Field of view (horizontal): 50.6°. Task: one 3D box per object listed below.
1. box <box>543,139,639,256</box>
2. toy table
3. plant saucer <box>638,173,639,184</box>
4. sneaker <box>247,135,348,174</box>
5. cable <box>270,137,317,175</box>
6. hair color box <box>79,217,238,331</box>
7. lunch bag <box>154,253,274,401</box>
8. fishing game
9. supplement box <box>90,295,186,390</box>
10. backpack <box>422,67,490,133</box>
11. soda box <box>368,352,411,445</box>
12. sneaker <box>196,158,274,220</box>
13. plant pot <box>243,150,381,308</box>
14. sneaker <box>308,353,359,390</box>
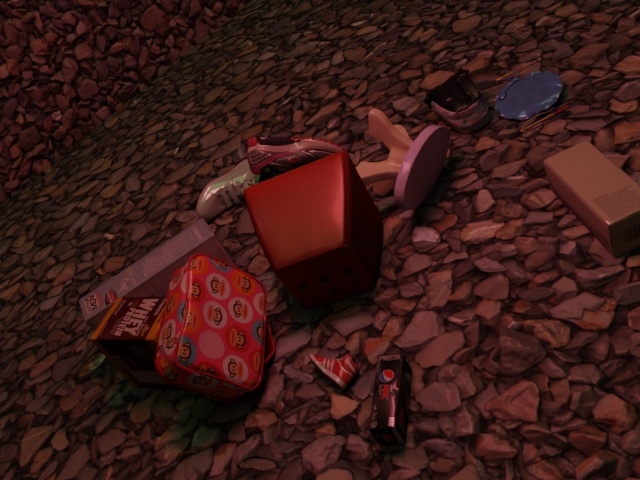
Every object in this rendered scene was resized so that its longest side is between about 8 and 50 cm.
[{"bbox_3d":[0.585,-0.094,1.419,0.113,0.094,0.275,-25,35,6],"label":"box"},{"bbox_3d":[0.199,-0.203,1.708,0.160,0.252,0.274,18,36,27],"label":"toy table"},{"bbox_3d":[0.806,-0.118,1.341,0.317,0.044,0.318,-19,36,15],"label":"plant saucer"},{"bbox_3d":[-0.067,-0.248,1.999,0.299,0.112,0.121,1,8,-6],"label":"sneaker"},{"bbox_3d":[-0.100,-0.255,2.082,0.184,0.047,0.151,13,60,5],"label":"cable"},{"bbox_3d":[-0.399,0.131,1.737,0.374,0.185,0.113,-35,36,-8],"label":"hair color box"},{"bbox_3d":[-0.215,0.194,1.488,0.120,0.258,0.293,-36,39,41],"label":"lunch bag"},{"bbox_3d":[0.565,-0.388,1.840,0.189,0.041,0.264,-28,40,15],"label":"fishing game"},{"bbox_3d":[-0.387,0.241,1.589,0.194,0.191,0.129,-4,42,29],"label":"supplement box"},{"bbox_3d":[0.392,-0.382,1.884,0.152,0.115,0.182,-39,36,6],"label":"backpack"},{"bbox_3d":[0.133,0.297,1.278,0.053,0.060,0.169,-12,40,24],"label":"soda box"},{"bbox_3d":[-0.254,-0.146,2.056,0.256,0.094,0.151,-46,42,-20],"label":"sneaker"},{"bbox_3d":[0.000,0.000,1.585,0.267,0.267,0.236,-20,49,13],"label":"plant pot"},{"bbox_3d":[0.031,0.256,1.413,0.067,0.042,0.118,-44,46,-14],"label":"sneaker"}]
